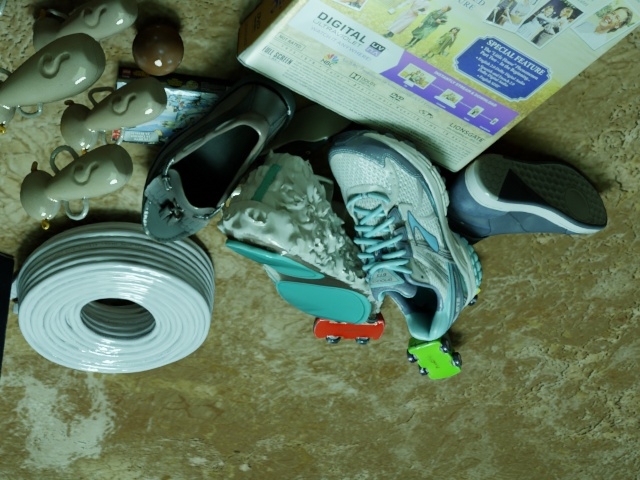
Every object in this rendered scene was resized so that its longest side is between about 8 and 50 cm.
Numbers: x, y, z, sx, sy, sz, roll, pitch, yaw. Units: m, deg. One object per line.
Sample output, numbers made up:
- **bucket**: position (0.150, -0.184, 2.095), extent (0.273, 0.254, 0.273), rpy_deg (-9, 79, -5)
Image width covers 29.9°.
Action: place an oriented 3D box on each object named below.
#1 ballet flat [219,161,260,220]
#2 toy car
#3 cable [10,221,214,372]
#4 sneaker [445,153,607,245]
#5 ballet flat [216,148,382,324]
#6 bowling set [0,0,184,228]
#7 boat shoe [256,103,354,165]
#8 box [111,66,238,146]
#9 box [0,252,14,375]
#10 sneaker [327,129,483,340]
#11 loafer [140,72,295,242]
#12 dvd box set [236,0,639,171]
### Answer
- **ballet flat**: position (-0.092, -0.024, 1.452), extent (0.073, 0.067, 0.206), rpy_deg (-6, 142, 8)
- **toy car**: position (0.132, 0.121, 1.666), extent (0.239, 0.053, 0.225), rpy_deg (-17, 140, 19)
- **cable**: position (-0.265, 0.077, 1.554), extent (0.257, 0.089, 0.257), rpy_deg (16, 138, -22)
- **sneaker**: position (0.223, -0.032, 1.456), extent (0.226, 0.086, 0.163), rpy_deg (13, 149, -32)
- **ballet flat**: position (0.000, 0.000, 1.414), extent (0.147, 0.147, 0.409), rpy_deg (-11, 163, 10)
- **bowling set**: position (-0.239, -0.157, 1.195), extent (0.154, 0.287, 0.200), rpy_deg (-19, 173, 29)
- **boat shoe**: position (-0.019, -0.118, 1.355), extent (0.133, 0.049, 0.042), rpy_deg (-17, 145, 22)
- **box**: position (-0.160, -0.143, 1.329), extent (0.137, 0.027, 0.094), rpy_deg (6, 140, -11)
- **box**: position (-0.544, 0.204, 1.497), extent (0.179, 0.343, 0.312), rpy_deg (24, 135, -31)
- **sneaker**: position (0.091, -0.001, 1.343), extent (0.110, 0.122, 0.283), rpy_deg (-6, 132, 41)
- **loafer**: position (-0.130, -0.076, 1.310), extent (0.096, 0.084, 0.267), rpy_deg (36, 128, -11)
- **dvd box set**: position (0.158, -0.255, 1.177), extent (0.307, 0.062, 0.420), rpy_deg (23, 136, -29)
